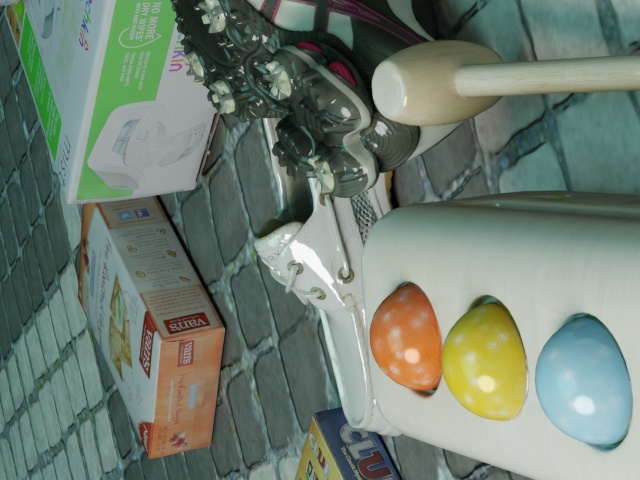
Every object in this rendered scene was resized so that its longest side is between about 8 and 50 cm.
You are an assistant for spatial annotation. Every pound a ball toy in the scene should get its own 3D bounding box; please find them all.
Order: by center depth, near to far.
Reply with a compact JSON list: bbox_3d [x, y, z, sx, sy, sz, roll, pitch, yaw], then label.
[{"bbox_3d":[0.104,0.007,0.811,0.319,0.136,0.208,-171,73,-65],"label":"pound a ball toy"}]

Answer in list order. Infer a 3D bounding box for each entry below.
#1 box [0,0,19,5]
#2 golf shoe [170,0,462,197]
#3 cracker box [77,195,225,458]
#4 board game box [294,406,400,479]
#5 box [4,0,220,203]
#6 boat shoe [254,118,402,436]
[{"bbox_3d":[-0.254,-0.281,1.410,0.186,0.038,0.145,169,93,-69],"label":"box"},{"bbox_3d":[-0.009,-0.123,1.063,0.273,0.120,0.105,46,151,42],"label":"golf shoe"},{"bbox_3d":[-0.164,0.067,1.616,0.232,0.067,0.155,-122,31,-42],"label":"cracker box"},{"bbox_3d":[0.043,0.262,1.231,0.165,0.042,0.243,105,147,-46],"label":"board game box"},{"bbox_3d":[-0.165,-0.200,1.437,0.262,0.127,0.231,113,143,-51],"label":"box"},{"bbox_3d":[0.000,0.000,1.154,0.098,0.096,0.277,170,90,-68],"label":"boat shoe"}]
